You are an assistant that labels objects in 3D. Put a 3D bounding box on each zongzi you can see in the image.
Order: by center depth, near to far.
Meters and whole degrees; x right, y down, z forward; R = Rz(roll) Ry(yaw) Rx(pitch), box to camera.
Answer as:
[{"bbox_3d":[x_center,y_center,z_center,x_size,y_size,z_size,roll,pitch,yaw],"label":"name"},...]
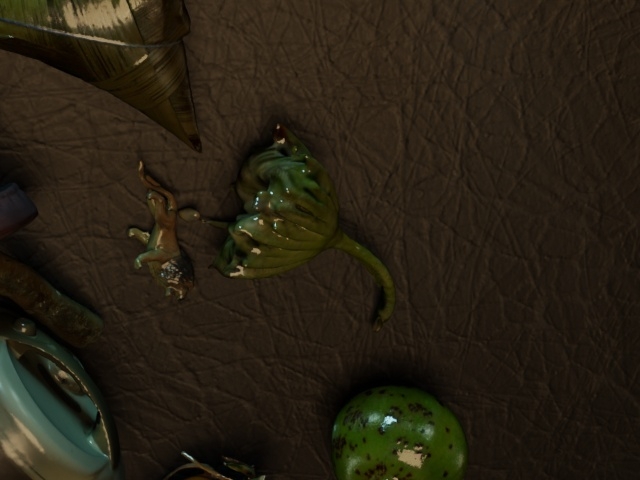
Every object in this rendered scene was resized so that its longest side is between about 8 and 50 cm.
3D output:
[{"bbox_3d":[-0.303,-0.232,1.774,0.286,0.138,0.300,-12,111,-1],"label":"zongzi"}]

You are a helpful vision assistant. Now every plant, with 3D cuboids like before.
[{"bbox_3d":[0.000,-0.025,1.910,0.333,0.180,0.251,13,136,-33],"label":"plant"}]

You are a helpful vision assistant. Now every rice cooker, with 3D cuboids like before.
[{"bbox_3d":[-0.452,0.280,1.837,0.325,0.335,0.335,-36,111,5],"label":"rice cooker"}]

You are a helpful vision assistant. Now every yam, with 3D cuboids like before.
[{"bbox_3d":[-0.398,0.076,1.858,0.061,0.061,0.253,-39,138,7],"label":"yam"}]

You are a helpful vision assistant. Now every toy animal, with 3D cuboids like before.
[{"bbox_3d":[-0.239,-0.014,1.899,0.086,0.069,0.219,-19,119,-17],"label":"toy animal"}]

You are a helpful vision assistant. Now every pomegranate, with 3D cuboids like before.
[{"bbox_3d":[0.111,0.331,1.982,0.211,0.263,0.211,9,128,12],"label":"pomegranate"}]

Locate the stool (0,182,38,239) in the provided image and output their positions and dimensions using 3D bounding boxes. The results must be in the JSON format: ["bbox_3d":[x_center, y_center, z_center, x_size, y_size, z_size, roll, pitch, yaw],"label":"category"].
[{"bbox_3d":[-0.524,-0.063,1.747,0.272,0.272,0.178,-18,97,-1],"label":"stool"}]

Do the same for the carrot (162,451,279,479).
[{"bbox_3d":[-0.183,0.454,2.010,0.331,0.214,0.193,-36,139,10],"label":"carrot"}]
